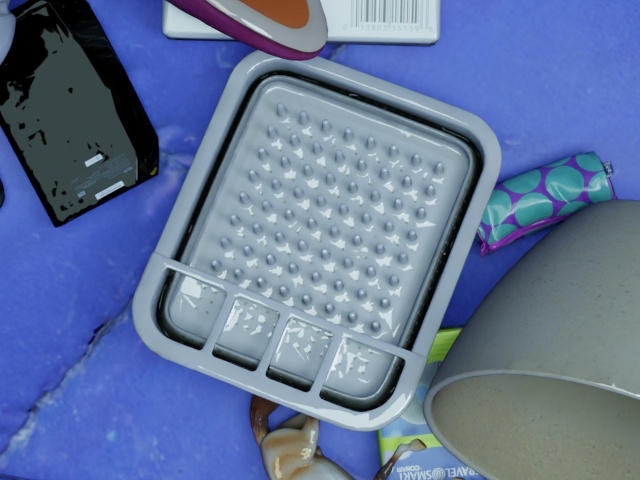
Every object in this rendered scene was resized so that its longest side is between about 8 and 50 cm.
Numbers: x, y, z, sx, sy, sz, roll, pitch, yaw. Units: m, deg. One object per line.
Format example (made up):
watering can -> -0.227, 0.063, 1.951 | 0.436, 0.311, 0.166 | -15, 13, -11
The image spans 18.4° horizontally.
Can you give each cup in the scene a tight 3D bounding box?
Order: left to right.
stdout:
cup -> 0.288, 0.103, 1.878 | 0.331, 0.331, 0.237 | 21, 64, -2

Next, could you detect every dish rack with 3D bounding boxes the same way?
dish rack -> 0.000, 0.000, 1.922 | 0.285, 0.072, 0.333 | 21, 79, 9

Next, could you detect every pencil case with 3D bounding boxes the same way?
pencil case -> 0.220, -0.037, 1.967 | 0.152, 0.064, 0.070 | -20, 56, 1

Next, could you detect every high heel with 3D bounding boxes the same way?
high heel -> -0.163, -0.274, 1.905 | 0.377, 0.181, 0.127 | 42, 56, 2

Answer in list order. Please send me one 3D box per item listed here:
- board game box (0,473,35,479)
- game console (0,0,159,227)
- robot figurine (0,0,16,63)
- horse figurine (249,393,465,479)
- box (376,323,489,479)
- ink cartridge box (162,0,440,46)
board game box -> -0.242, 0.411, 1.976 | 0.318, 0.066, 0.318 | 11, 92, -2
game console -> -0.354, -0.085, 1.967 | 0.361, 0.044, 0.213 | -27, 91, 0
robot figurine -> -0.388, -0.276, 1.822 | 0.200, 0.300, 0.353 | -2, 101, 4
horse figurine -> 0.014, 0.224, 1.954 | 0.174, 0.066, 0.263 | -46, 78, 14
box -> 0.109, 0.178, 1.986 | 0.109, 0.042, 0.178 | -6, 92, -1
ink cartridge box -> -0.017, -0.316, 1.955 | 0.275, 0.060, 0.239 | 1, 91, -1
